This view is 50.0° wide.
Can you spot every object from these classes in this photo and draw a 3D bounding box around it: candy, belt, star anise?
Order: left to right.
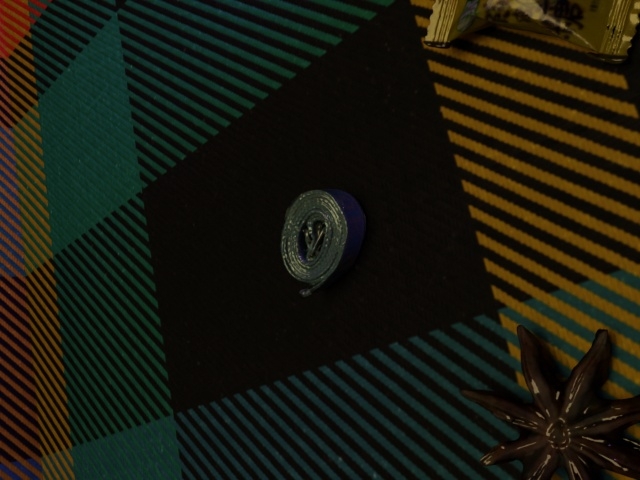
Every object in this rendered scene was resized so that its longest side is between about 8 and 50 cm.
[{"bbox_3d":[0.004,-0.007,1.179,0.163,0.082,0.148,-43,69,29],"label":"belt"},{"bbox_3d":[0.290,-0.341,0.932,0.297,0.081,0.187,19,100,33],"label":"candy"},{"bbox_3d":[0.301,0.240,0.858,0.288,0.088,0.289,-9,72,30],"label":"star anise"}]
